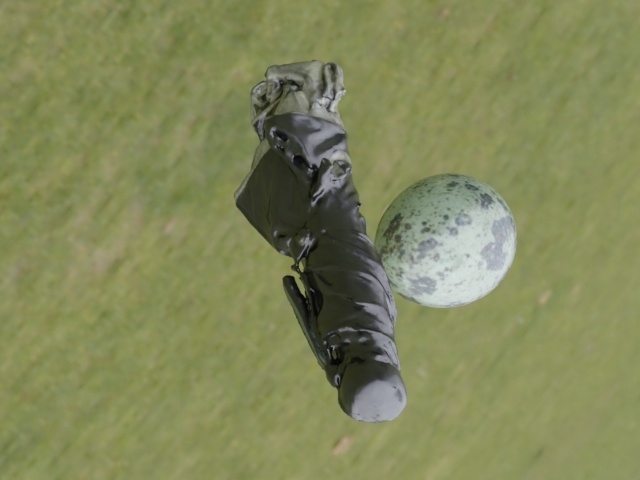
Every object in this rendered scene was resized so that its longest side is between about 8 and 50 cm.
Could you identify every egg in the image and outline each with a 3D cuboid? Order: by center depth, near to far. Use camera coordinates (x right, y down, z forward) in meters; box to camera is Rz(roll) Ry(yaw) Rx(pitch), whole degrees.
[{"bbox_3d":[0.120,0.002,1.579,0.172,0.132,0.132,-22,145,-50],"label":"egg"}]

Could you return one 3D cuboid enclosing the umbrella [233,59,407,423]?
[{"bbox_3d":[-0.001,-0.003,1.347,0.106,0.358,0.113,-1,141,-17],"label":"umbrella"}]
